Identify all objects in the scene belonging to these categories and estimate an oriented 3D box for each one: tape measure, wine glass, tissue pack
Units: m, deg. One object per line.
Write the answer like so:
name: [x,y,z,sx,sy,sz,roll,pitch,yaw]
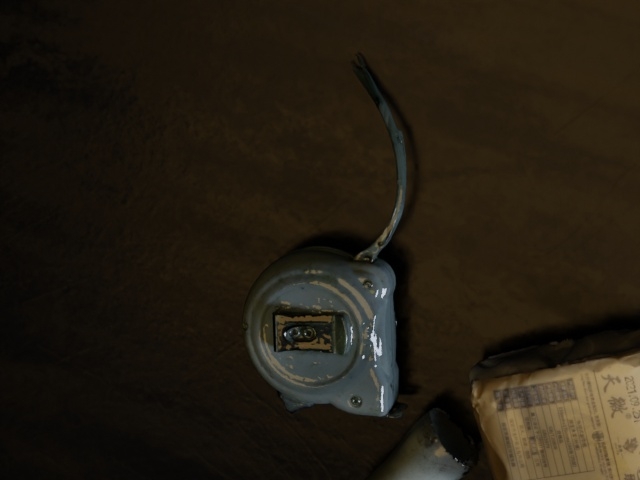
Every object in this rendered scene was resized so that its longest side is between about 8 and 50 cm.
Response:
tape measure: [0.001,0.000,1.680,0.164,0.084,0.330,-2,103,11]
wine glass: [0.071,0.230,1.721,0.155,0.072,0.072,-43,89,18]
tissue pack: [0.245,0.199,1.657,0.186,0.090,0.222,-14,97,19]
